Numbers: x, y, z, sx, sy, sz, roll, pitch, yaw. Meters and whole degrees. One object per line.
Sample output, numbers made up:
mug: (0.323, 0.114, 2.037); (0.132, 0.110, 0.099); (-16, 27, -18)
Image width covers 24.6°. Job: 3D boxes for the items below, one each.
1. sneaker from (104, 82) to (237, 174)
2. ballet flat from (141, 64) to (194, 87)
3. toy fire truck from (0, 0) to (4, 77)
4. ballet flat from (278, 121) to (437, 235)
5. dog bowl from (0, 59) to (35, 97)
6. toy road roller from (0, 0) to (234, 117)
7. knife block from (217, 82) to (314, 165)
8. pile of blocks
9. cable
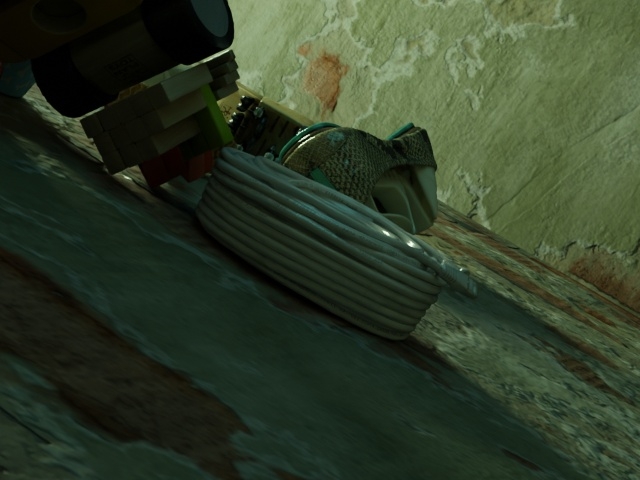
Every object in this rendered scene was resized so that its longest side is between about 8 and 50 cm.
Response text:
sneaker: (-0.190, -0.135, 1.748); (0.185, 0.069, 0.084); (32, -4, -31)
ballet flat: (-0.279, -0.268, 2.301); (0.248, 0.086, 0.086); (32, 7, 33)
toy fire truck: (-0.375, -0.234, 1.212); (0.302, 0.169, 0.254); (50, -15, -7)
ballet flat: (0.086, -0.077, 2.179); (0.182, 0.164, 0.483); (53, 18, 10)
dog bowl: (-0.409, -0.246, 1.587); (0.297, 0.074, 0.166); (33, 8, 29)
toy road roller: (-0.245, -0.296, 1.431); (0.329, 0.202, 0.241); (37, 40, -48)
knife block: (-0.055, -0.148, 2.251); (0.242, 0.088, 0.275); (37, 10, 40)
pile of blocks: (-0.133, -0.122, 1.541); (0.362, 0.149, 0.113); (-73, 139, -78)
cable: (0.000, 0.000, 1.432); (0.257, 0.089, 0.257); (24, 8, -33)
